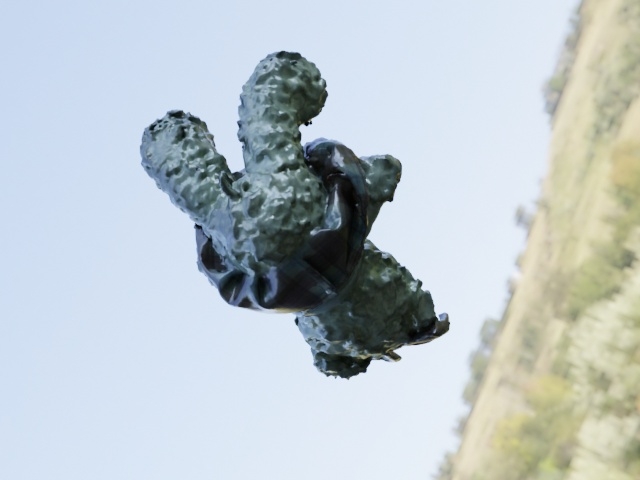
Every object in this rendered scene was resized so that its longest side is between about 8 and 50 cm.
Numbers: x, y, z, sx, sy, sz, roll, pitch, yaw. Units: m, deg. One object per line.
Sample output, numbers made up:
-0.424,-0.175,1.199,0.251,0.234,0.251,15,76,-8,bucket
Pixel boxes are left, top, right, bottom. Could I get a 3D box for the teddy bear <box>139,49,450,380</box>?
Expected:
-0.006,0.002,0.871,0.133,0.213,0.111,-33,13,17,teddy bear
